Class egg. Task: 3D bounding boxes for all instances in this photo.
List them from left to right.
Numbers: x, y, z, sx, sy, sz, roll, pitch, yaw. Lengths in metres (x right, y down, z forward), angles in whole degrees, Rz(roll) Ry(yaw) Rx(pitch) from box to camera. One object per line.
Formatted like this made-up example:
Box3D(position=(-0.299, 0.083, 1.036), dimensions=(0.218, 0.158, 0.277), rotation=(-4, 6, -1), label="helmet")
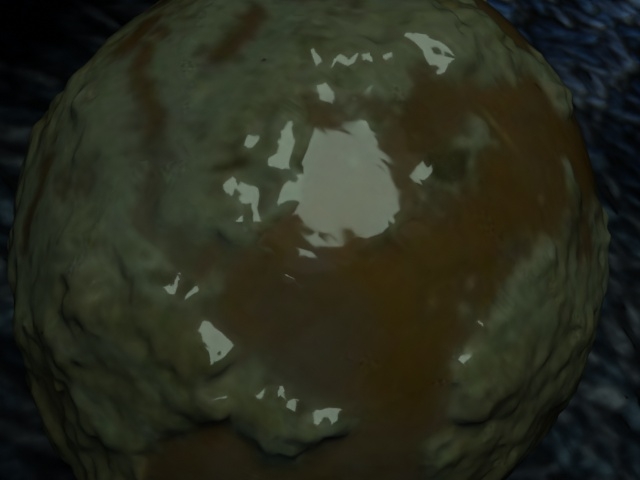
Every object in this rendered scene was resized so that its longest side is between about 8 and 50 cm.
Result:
Box3D(position=(0.000, 0.000, 0.410), dimensions=(0.203, 0.203, 0.245), rotation=(26, 42, 1), label="egg")
